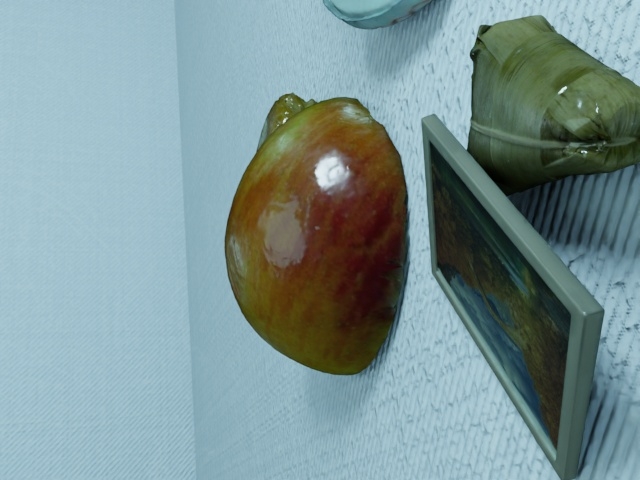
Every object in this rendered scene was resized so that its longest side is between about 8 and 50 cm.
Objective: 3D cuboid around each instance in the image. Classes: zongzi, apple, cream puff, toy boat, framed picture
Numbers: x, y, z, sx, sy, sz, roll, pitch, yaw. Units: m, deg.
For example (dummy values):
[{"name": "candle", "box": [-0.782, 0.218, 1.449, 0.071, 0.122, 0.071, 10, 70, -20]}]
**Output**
[{"name": "zongzi", "box": [0.159, -0.055, 0.501, 0.160, 0.078, 0.176, -112, 20, -52]}, {"name": "apple", "box": [0.000, 0.000, 0.859, 0.179, 0.253, 0.346, -26, -53, -64]}, {"name": "cream puff", "box": [-0.035, -0.140, 0.993, 0.144, 0.103, 0.127, 142, 139, -65]}, {"name": "toy boat", "box": [0.079, -0.304, 0.760, 0.207, 0.078, 0.134, -1, 95, 59]}, {"name": "framed picture", "box": [0.136, 0.035, 0.541, 0.250, 0.016, 0.184, -113, 9, -49]}]
